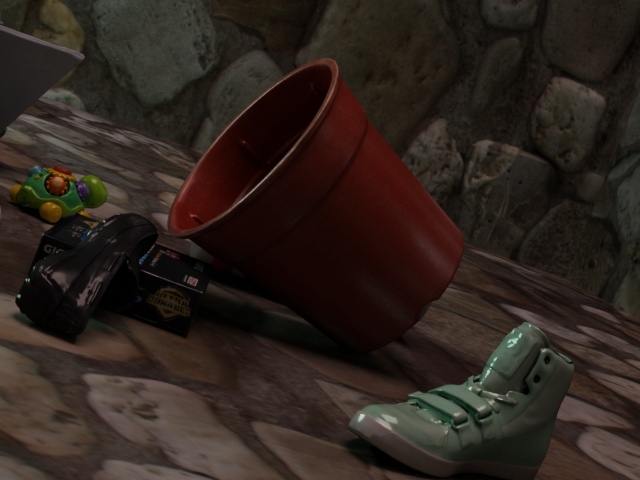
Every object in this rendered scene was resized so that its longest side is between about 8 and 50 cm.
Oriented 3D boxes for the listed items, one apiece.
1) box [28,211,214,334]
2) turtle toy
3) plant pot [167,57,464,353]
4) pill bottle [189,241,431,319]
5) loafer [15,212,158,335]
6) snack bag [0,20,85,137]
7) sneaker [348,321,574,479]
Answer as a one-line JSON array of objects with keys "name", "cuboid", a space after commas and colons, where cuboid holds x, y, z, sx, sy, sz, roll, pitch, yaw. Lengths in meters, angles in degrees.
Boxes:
[{"name": "box", "cuboid": [-0.209, 0.032, 1.623, 0.175, 0.051, 0.220, 21, 6, -3]}, {"name": "turtle toy", "cuboid": [-0.332, -0.060, 1.946, 0.095, 0.066, 0.130, 26, 8, 39]}, {"name": "plant pot", "cuboid": [0.009, -0.023, 1.765, 0.265, 0.272, 0.272, 44, -2, -20]}, {"name": "pill bottle", "cuboid": [0.000, 0.000, 2.012, 0.318, 0.176, 0.176, 20, 6, -10]}, {"name": "loafer", "cuboid": [-0.205, 0.035, 1.421, 0.078, 0.076, 0.223, 36, 25, 5]}, {"name": "snack bag", "cuboid": [-0.546, -0.250, 2.139, 0.342, 0.037, 0.323, 17, -33, -34]}, {"name": "sneaker", "cuboid": [0.135, 0.136, 1.392, 0.256, 0.151, 0.094, 13, 12, -46]}]
